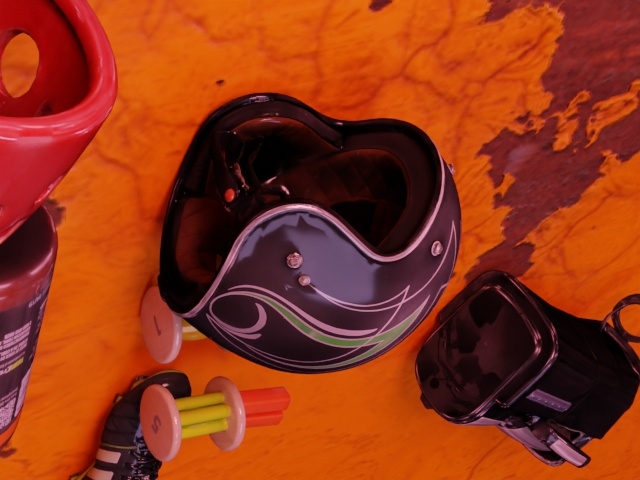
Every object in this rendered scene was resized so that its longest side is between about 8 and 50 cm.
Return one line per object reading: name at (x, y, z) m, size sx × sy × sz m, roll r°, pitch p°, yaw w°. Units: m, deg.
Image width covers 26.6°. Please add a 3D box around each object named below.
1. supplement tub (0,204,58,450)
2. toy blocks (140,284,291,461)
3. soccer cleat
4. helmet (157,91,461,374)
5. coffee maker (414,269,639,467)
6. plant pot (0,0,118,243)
supplement tub at (-0.216, 0.061, 0.772) m, size 0.106 × 0.106 × 0.198 m, roll -7°, pitch 136°, yaw -32°
toy blocks at (-0.048, 0.083, 0.940) m, size 0.148 × 0.054 × 0.123 m, roll -6°, pitch 105°, yaw -33°
soccer cleat at (-0.138, 0.168, 0.982) m, size 0.060 × 0.072 × 0.179 m, roll 8°, pitch 127°, yaw -43°
helmet at (0.000, 0.000, 0.823) m, size 0.161 × 0.169 × 0.169 m, roll 14°, pitch 124°, yaw -27°
coffee maker at (0.183, 0.091, 1.126) m, size 0.178 × 0.120 × 0.171 m, roll 29°, pitch 89°, yaw -52°
plant pot at (-0.208, -0.051, 0.579) m, size 0.191 × 0.191 × 0.174 m, roll 12°, pitch 127°, yaw -45°
